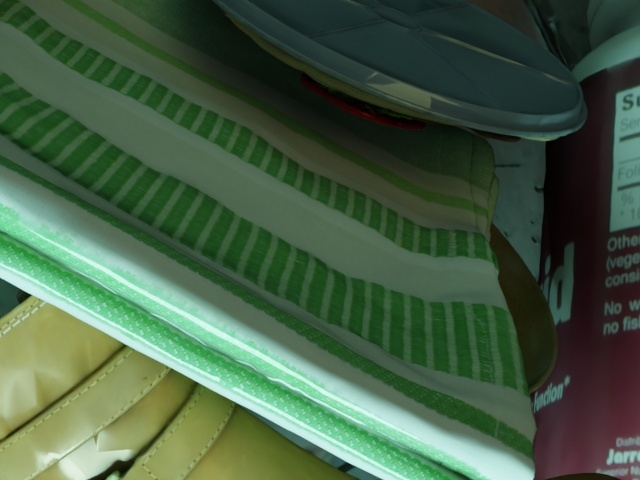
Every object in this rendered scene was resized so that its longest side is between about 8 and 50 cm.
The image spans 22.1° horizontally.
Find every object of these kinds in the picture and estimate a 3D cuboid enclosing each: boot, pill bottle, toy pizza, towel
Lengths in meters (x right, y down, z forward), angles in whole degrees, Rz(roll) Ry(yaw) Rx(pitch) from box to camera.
[{"bbox_3d":[-0.031,0.093,0.635,0.220,0.283,0.109,61,25,-11],"label":"boot"},{"bbox_3d":[0.219,0.021,0.812,0.224,0.224,0.392,17,68,-26],"label":"pill bottle"},{"bbox_3d":[0.030,-0.091,0.770,0.201,0.201,0.032,11,115,-28],"label":"toy pizza"},{"bbox_3d":[-0.028,-0.030,0.649,0.248,0.038,0.325,28,22,-9],"label":"towel"}]

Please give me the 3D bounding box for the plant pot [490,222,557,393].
[{"bbox_3d":[0.000,0.000,0.738,0.236,0.032,0.236,26,27,-14],"label":"plant pot"}]
